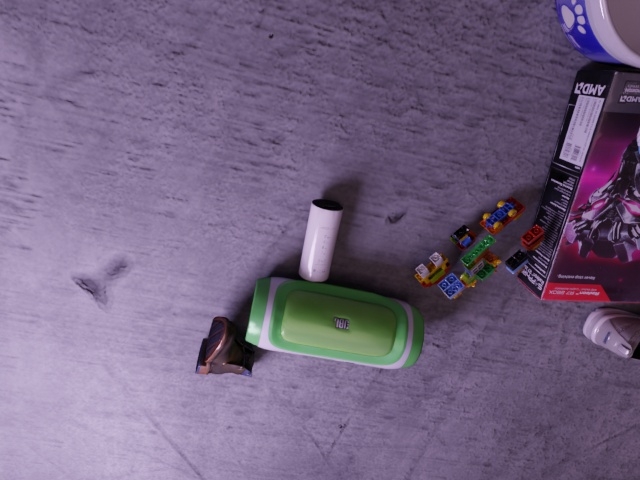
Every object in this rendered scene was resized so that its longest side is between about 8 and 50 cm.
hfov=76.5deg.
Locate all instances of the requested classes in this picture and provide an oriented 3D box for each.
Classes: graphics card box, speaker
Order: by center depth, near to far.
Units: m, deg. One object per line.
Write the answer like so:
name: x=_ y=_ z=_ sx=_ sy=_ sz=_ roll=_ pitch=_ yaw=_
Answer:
graphics card box: x=0.493 y=-0.073 z=0.659 sx=0.232 sy=0.094 sz=0.371 roll=3 pitch=113 yaw=-3
speaker: x=0.000 y=0.000 z=0.690 sx=0.055 sy=0.055 sz=0.136 roll=8 pitch=114 yaw=-6
speaker: x=0.024 y=0.146 z=0.721 sx=0.296 sy=0.131 sz=0.131 roll=11 pitch=114 yaw=-8

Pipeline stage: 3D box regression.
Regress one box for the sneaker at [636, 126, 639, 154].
sneaker: x=0.534 y=-0.167 z=0.533 sx=0.237 sy=0.085 sz=0.086 roll=-16 pitch=139 yaw=0

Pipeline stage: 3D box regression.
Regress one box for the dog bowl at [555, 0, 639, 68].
dog bowl: x=0.455 y=-0.361 z=0.518 sx=0.265 sy=0.104 sz=0.265 roll=-1 pitch=115 yaw=-3

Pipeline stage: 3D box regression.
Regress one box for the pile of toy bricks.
pile of toy bricks: x=0.282 y=0.036 z=0.705 sx=0.212 sy=0.118 sz=0.105 roll=-40 pitch=143 yaw=5

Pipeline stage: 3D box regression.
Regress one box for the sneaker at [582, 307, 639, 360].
sneaker: x=0.667 y=0.202 z=0.782 sx=0.281 sy=0.115 sz=0.105 roll=1 pitch=115 yaw=-3

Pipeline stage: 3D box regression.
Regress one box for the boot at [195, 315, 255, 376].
boot: x=-0.155 y=0.196 z=0.736 sx=0.106 sy=0.082 sz=0.219 roll=14 pitch=147 yaw=-19
